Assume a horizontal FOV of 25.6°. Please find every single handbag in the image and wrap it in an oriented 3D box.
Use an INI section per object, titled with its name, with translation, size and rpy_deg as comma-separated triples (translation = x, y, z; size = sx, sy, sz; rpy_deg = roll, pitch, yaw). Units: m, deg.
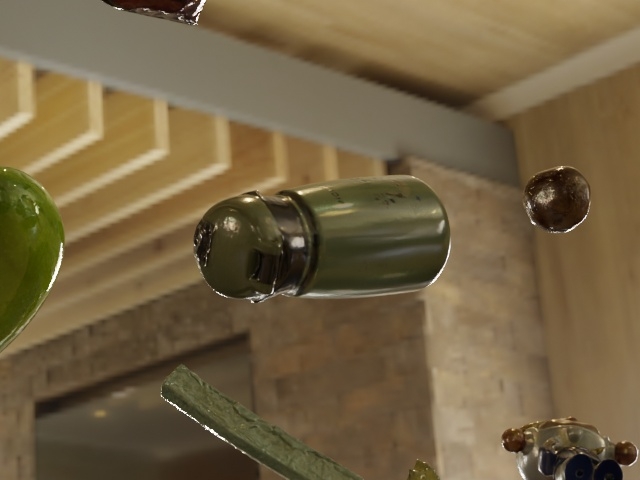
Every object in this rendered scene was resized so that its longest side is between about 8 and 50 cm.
[handbag]
translation = -0.283, -0.493, 2.470
size = 0.254, 0.181, 0.181
rpy_deg = 4, -56, -49

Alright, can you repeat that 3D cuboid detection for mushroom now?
[mushroom]
translation = 0.413, -0.071, 2.457
size = 0.127, 0.127, 0.087
rpy_deg = -20, -12, 39

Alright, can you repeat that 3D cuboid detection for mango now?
[mango]
translation = -0.350, 0.039, 1.315
size = 0.175, 0.143, 0.293
rpy_deg = 31, -59, -35

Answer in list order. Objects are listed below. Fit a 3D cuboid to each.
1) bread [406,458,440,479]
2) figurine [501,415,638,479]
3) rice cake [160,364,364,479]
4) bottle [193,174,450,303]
[bread]
translation = 0.141, 0.415, 1.344
size = 0.245, 0.233, 0.361
rpy_deg = 11, -58, 12
[figurine]
translation = 0.380, 0.332, 2.072
size = 0.194, 0.133, 0.274
rpy_deg = 6, 1, -24
[rice cake]
translation = -0.062, 0.213, 1.495
size = 0.245, 0.042, 0.045
rpy_deg = 30, -32, 10
[bottle]
translation = -0.002, -0.001, 1.864
size = 0.347, 0.168, 0.168
rpy_deg = -4, -14, -38
